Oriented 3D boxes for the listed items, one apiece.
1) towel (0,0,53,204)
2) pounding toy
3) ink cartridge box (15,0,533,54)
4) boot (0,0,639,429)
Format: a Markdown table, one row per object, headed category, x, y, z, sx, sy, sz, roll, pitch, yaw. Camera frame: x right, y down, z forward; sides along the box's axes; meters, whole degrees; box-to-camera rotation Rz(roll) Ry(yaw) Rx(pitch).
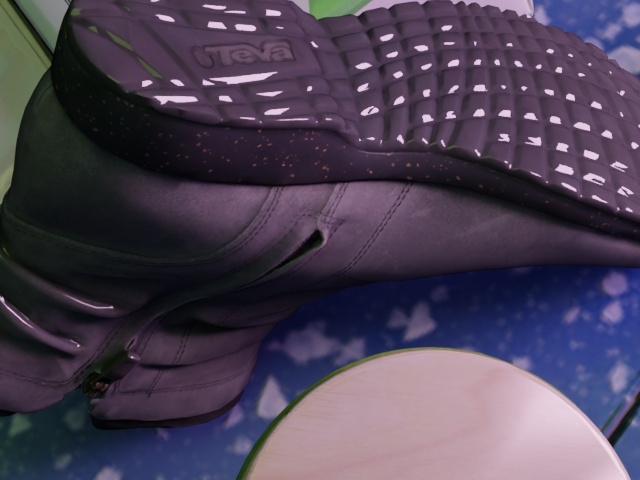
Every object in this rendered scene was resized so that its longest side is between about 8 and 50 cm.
| category | x | y | z | sx | sy | sz | roll | pitch | yaw |
| --- | --- | --- | --- | --- | --- | --- | --- | --- | --- |
| towel | -0.304 | -0.042 | 0.872 | 0.332 | 0.053 | 0.317 | -37 | 62 | -1 |
| pounding toy | 0.058 | 0.161 | 0.729 | 0.237 | 0.110 | 0.183 | 41 | 72 | -3 |
| ink cartridge box | -0.062 | -0.175 | 0.873 | 0.211 | 0.121 | 0.289 | -37 | 63 | 0 |
| boot | 0.000 | 0.000 | 0.771 | 0.222 | 0.338 | 0.118 | -56 | 33 | 39 |
